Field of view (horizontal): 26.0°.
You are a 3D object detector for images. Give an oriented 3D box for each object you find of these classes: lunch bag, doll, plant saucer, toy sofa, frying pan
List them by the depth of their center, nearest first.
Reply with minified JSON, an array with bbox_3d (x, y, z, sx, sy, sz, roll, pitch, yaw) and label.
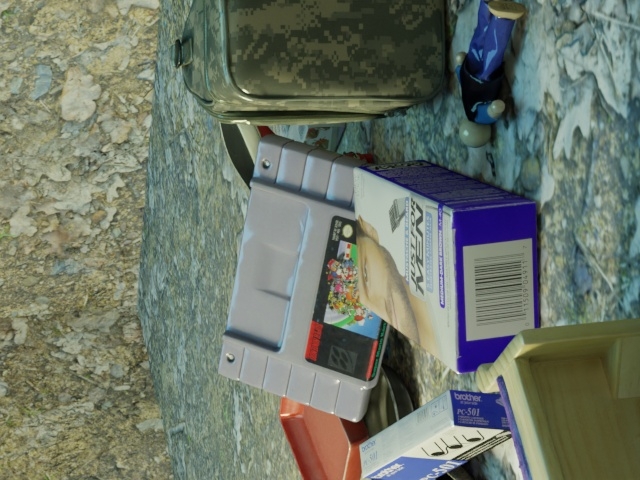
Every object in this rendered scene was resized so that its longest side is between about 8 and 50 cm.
[{"bbox_3d":[0.255,0.262,1.220,0.177,0.150,0.362,115,146,-59],"label":"toy sofa"},{"bbox_3d":[0.181,-0.181,1.528,0.129,0.046,0.189,-112,23,-47],"label":"doll"},{"bbox_3d":[-0.015,-0.251,1.744,0.256,0.305,0.212,177,91,-71],"label":"lunch bag"},{"bbox_3d":[0.096,0.325,1.975,0.197,0.053,0.326,-145,50,-71],"label":"frying pan"},{"bbox_3d":[0.006,0.281,2.088,0.259,0.048,0.258,97,156,-44],"label":"plant saucer"}]

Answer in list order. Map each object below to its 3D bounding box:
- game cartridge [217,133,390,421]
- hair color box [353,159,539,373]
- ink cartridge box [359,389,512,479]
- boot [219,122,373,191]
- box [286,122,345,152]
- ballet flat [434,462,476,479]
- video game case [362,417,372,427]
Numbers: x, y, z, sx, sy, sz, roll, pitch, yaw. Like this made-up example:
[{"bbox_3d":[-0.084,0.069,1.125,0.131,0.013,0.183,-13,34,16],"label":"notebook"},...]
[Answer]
[{"bbox_3d":[-0.006,0.054,1.888,0.068,0.230,0.355,-26,-49,-61],"label":"game cartridge"},{"bbox_3d":[0.139,0.020,1.631,0.339,0.110,0.185,-145,51,-72],"label":"hair color box"},{"bbox_3d":[0.138,0.231,1.620,0.207,0.097,0.046,-41,47,52],"label":"ink cartridge box"},{"bbox_3d":[-0.025,-0.123,1.976,0.244,0.176,0.088,60,161,-11],"label":"boot"},{"bbox_3d":[-0.029,-0.124,2.248,0.324,0.063,0.067,113,150,-59],"label":"box"},{"bbox_3d":[0.175,0.318,1.684,0.250,0.058,0.084,-120,29,-56],"label":"ballet flat"},{"bbox_3d":[-0.005,0.235,2.221,0.248,0.035,0.275,63,156,21],"label":"video game case"}]
